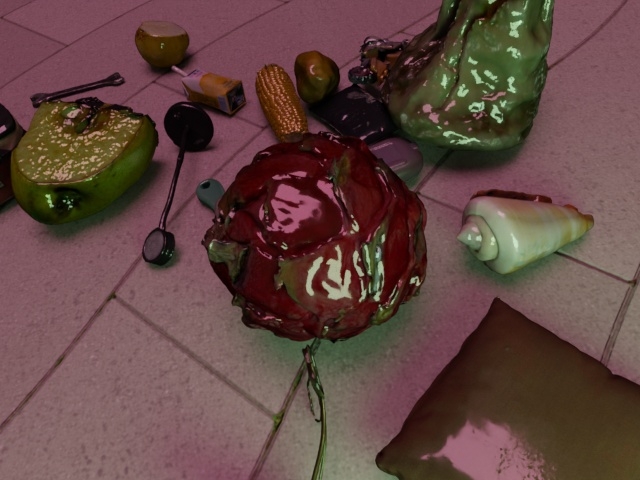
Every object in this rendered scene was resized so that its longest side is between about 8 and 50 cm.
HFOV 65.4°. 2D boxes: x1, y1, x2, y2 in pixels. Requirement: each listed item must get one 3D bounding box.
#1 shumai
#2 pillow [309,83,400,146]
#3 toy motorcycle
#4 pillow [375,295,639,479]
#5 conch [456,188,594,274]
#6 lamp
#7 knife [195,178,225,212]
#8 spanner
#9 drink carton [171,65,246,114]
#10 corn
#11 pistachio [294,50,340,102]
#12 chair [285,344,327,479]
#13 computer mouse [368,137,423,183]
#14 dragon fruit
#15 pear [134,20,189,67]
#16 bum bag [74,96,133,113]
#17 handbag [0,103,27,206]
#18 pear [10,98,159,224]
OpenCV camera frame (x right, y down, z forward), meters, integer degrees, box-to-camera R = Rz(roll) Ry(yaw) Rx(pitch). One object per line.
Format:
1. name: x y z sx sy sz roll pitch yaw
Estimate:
1. shumai: 0.308 -0.392 0.981 0.323 0.324 0.398 20 50 11
2. pillow: 0.082 -0.275 1.102 0.141 0.055 0.208 -29 51 -12
3. toy motorcycle: 0.156 -0.429 1.188 0.129 0.094 0.229 14 44 20
4. pillow: 0.277 0.252 0.618 0.305 0.108 0.308 32 61 27
5. conch: 0.335 -0.009 0.834 0.254 0.127 0.158 4 18 -16
6. lamp: -0.274 -0.114 1.020 0.130 0.108 0.372 -26 55 25
7. knife: -0.175 -0.030 0.961 0.063 0.035 0.260 -31 57 -12
8. spanner: -0.651 -0.406 1.337 0.254 0.015 0.054 -17 49 -6
9. drink carton: -0.282 -0.373 1.221 0.199 0.075 0.084 24 57 25
10. corn: -0.088 -0.304 1.128 0.091 0.091 0.260 15 40 -35
11. pistachio: -0.014 -0.376 1.139 0.100 0.110 0.189 -29 11 22
12. chair: -0.060 0.311 0.594 0.170 0.160 0.326 -10 55 -1
13. computer mouse: 0.088 -0.134 0.988 0.232 0.057 0.120 -22 52 -7
14. dragon fruit: 0.001 -0.003 0.742 0.328 0.329 0.329 -4 51 5
15. pear: -0.427 -0.524 1.347 0.140 0.104 0.141 12 38 -9
16. bum bag: -0.538 -0.298 1.205 0.232 0.060 0.107 20 66 25
17. handbag: -0.731 -0.162 1.046 0.254 0.181 0.181 -37 55 -20
18. pear: -0.473 -0.141 1.014 0.238 0.164 0.256 8 58 1
